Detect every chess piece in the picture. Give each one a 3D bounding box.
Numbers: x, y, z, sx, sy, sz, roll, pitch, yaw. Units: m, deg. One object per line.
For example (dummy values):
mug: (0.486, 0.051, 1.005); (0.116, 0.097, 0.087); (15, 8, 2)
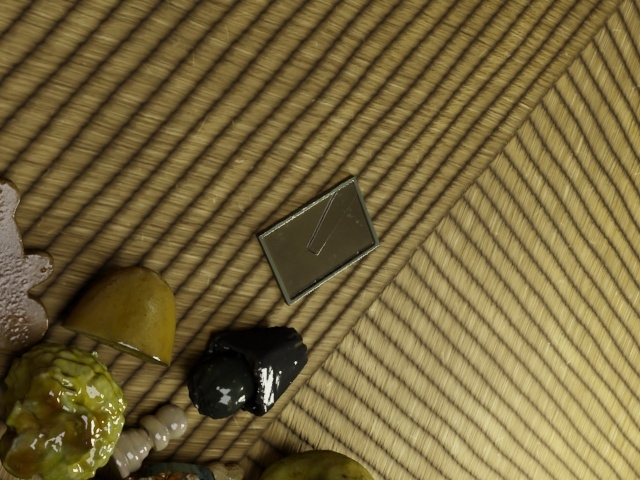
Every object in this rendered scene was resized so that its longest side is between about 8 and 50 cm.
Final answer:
chess piece: (-0.335, 0.378, 1.704); (0.171, 0.094, 0.094); (-31, 121, -25)

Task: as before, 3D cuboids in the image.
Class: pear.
pear: (0.002, 0.603, 1.886); (0.304, 0.304, 0.303); (-11, 113, -29)

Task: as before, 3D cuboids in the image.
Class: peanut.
peanut: (-0.208, 0.491, 1.847); (0.113, 0.054, 0.053); (14, 99, -38)

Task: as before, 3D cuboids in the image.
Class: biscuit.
biscuit: (-0.548, 0.054, 1.474); (0.197, 0.049, 0.301); (-25, 119, -18)

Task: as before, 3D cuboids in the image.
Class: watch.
watch: (-0.270, 0.589, 1.788); (0.276, 0.068, 0.274); (17, 101, -23)

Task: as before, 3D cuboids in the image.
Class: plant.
plant: (-0.145, 0.254, 1.740); (0.256, 0.164, 0.141); (-27, 124, -40)

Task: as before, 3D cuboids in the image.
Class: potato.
potato: (-0.334, 0.125, 1.579); (0.204, 0.178, 0.158); (27, 75, -12)

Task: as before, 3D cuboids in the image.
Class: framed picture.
framed picture: (0.000, 0.000, 1.827); (0.250, 0.016, 0.184); (-34, 122, -19)

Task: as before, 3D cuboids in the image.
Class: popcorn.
popcorn: (-0.449, 0.293, 1.502); (0.251, 0.206, 0.236); (80, 24, -72)

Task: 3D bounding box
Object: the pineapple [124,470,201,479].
pineapple: (-0.378, 0.601, 1.612); (0.286, 0.209, 0.344); (11, 109, -21)
